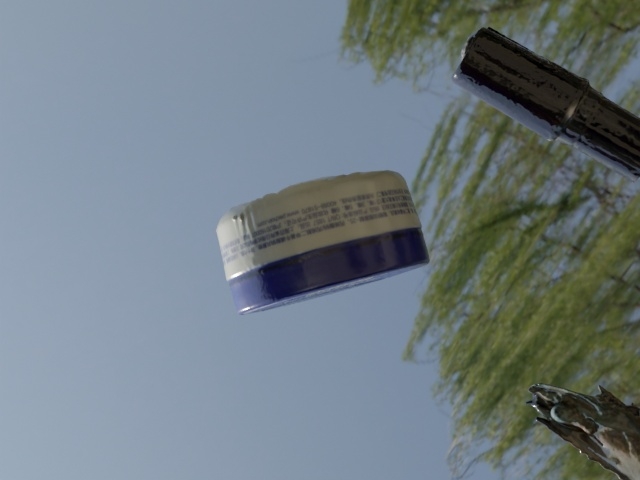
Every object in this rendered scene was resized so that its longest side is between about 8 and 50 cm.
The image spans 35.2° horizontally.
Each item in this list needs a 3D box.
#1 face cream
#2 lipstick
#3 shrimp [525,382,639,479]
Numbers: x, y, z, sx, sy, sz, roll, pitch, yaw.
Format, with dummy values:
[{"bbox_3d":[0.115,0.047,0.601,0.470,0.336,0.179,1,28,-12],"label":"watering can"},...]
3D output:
[{"bbox_3d":[0.000,0.000,1.029,0.206,0.206,0.111,-15,-94,-23],"label":"face cream"},{"bbox_3d":[0.289,-0.142,1.141,0.299,0.081,0.081,30,-127,6],"label":"lipstick"},{"bbox_3d":[0.348,0.185,0.932,0.317,0.062,0.164,23,-133,27],"label":"shrimp"}]
